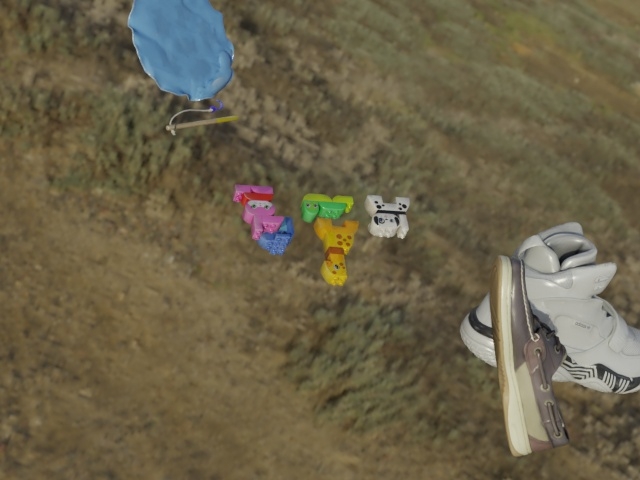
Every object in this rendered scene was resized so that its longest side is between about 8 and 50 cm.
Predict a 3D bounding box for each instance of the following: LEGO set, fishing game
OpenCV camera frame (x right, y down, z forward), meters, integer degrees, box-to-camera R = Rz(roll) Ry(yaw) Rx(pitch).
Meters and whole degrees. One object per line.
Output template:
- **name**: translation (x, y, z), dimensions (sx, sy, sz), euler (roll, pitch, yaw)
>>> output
- **LEGO set**: translation (0.000, 0.000, 1.420), dimensions (0.227, 0.087, 0.093), euler (3, 54, -16)
- **fishing game**: translation (-0.202, -0.287, 1.638), dimensions (0.189, 0.041, 0.264), euler (-22, 93, -46)

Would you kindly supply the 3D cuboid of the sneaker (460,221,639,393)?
- **sneaker**: translation (0.401, 0.102, 1.690), dimensions (0.366, 0.210, 0.137), euler (11, 28, -26)

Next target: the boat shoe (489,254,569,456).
- **boat shoe**: translation (0.278, 0.150, 1.500), dimensions (0.092, 0.285, 0.103), euler (-7, 16, 6)
